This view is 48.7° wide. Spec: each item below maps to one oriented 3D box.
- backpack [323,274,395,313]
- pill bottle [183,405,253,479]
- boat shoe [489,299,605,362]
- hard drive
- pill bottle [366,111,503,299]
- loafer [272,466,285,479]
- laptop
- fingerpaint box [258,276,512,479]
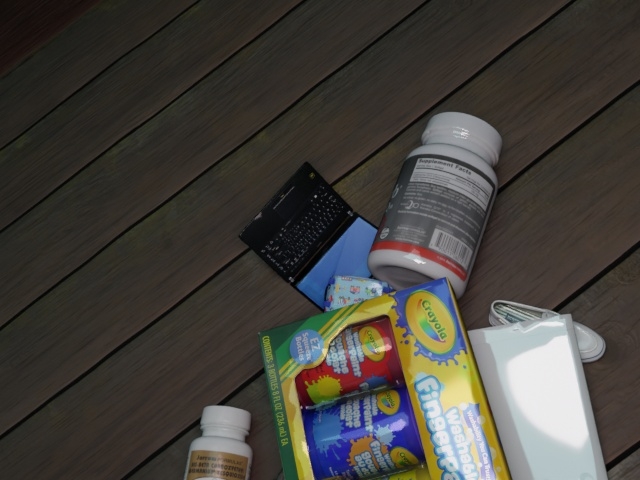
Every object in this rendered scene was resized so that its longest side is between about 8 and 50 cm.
[{"bbox_3d":[0.074,0.170,1.473,0.158,0.117,0.173,11,76,14],"label":"backpack"},{"bbox_3d":[-0.205,0.458,1.423,0.131,0.131,0.229,-3,61,19],"label":"pill bottle"},{"bbox_3d":[0.432,0.176,1.368,0.226,0.076,0.083,14,70,25],"label":"boat shoe"},{"bbox_3d":[0.388,0.304,1.294,0.203,0.040,0.308,-13,73,18],"label":"hard drive"},{"bbox_3d":[0.250,-0.070,1.483,0.210,0.210,0.363,13,69,25],"label":"pill bottle"},{"bbox_3d":[-0.115,0.549,1.371,0.084,0.096,0.268,13,71,33],"label":"loafer"},{"bbox_3d":[0.000,0.000,1.579,0.234,0.264,0.136,-48,22,-9],"label":"laptop"},{"bbox_3d":[0.119,0.334,1.254,0.371,0.163,0.445,-17,67,11],"label":"fingerpaint box"}]
